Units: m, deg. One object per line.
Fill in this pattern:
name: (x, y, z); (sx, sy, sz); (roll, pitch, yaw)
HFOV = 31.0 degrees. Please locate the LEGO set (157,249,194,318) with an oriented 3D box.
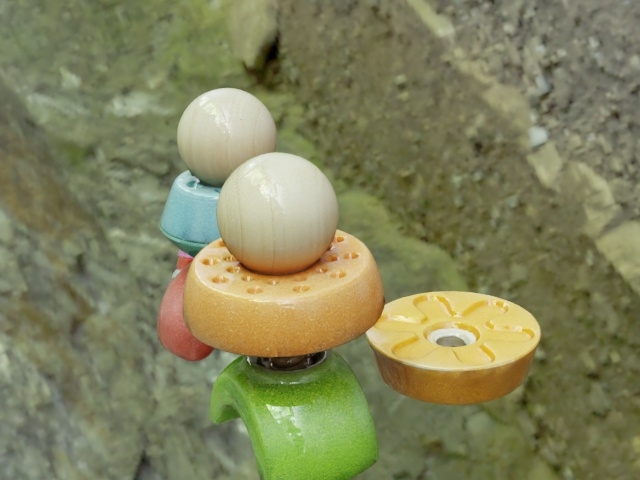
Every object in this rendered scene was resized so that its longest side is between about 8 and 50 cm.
LEGO set: (-0.060, 0.064, 0.891); (0.093, 0.087, 0.227); (-69, 19, -6)

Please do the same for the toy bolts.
toy bolts: (0.000, 0.000, 0.660); (0.228, 0.218, 0.158); (32, 130, 54)
